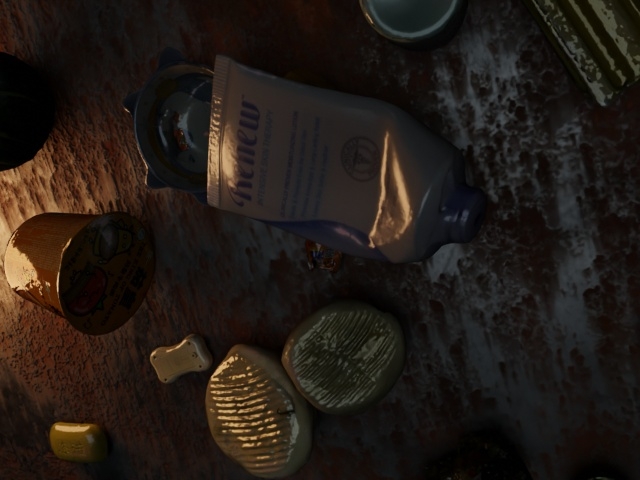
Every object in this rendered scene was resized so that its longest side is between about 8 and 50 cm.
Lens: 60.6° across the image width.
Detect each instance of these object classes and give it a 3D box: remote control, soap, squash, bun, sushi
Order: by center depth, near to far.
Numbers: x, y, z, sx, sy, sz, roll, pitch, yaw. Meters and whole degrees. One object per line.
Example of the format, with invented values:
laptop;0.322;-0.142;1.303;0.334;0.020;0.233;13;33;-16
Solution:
soap;0.360;-0.304;0.713;0.135;0.076;0.233;-34;92;20
sushi;0.232;0.406;0.889;0.212;0.147;0.115;-43;82;3
bun;0.043;0.180;0.893;0.178;0.128;0.193;42;91;3
squash;-0.572;-0.225;0.958;0.218;0.172;0.218;7;107;22
bun;-0.098;0.295;0.964;0.210;0.116;0.237;-32;70;28
remote control;-0.265;0.225;1.042;0.122;0.032;0.074;-23;95;19
soap;-0.513;0.427;1.156;0.140;0.045;0.088;-4;105;18

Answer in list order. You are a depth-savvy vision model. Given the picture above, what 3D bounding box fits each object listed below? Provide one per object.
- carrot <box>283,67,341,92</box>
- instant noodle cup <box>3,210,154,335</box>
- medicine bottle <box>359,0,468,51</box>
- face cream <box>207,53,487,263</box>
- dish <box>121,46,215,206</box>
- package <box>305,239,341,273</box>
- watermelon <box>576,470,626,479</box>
carrot;0.051;-0.132;0.829;0.302;0.114;0.114;43;110;0
instant noodle cup;-0.429;0.043;0.967;0.172;0.216;0.215;11;105;24
medicine bottle;0.129;-0.322;0.728;0.135;0.168;0.135;3;102;16
face cream;0.016;-0.095;0.750;0.421;0.137;0.234;21;120;24
dish;-0.208;-0.187;0.904;0.228;0.086;0.236;13;106;15
package;0.000;0.000;0.912;0.077;0.033;0.110;1;98;26
watermelon;0.441;0.405;0.856;0.106;0.062;0.105;1;99;10
